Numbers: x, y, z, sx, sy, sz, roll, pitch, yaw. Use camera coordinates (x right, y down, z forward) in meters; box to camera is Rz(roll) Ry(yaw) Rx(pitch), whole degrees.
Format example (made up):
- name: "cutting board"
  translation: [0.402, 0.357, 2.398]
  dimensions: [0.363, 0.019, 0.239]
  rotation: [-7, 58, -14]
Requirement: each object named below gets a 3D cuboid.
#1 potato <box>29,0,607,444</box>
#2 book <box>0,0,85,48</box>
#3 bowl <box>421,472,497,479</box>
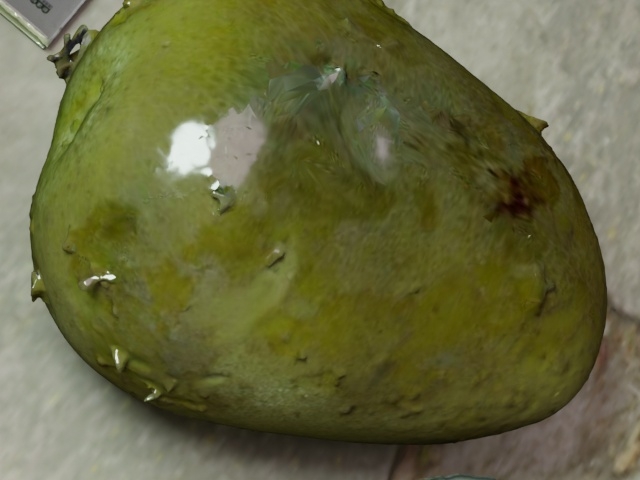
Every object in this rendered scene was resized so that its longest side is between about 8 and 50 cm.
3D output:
- name: "potato"
  translation: [0.008, -0.016, 1.149]
  dimensions: [0.359, 0.219, 0.270]
  rotation: [15, 73, -29]
- name: "book"
  translation: [-0.173, -0.220, 1.252]
  dimensions: [0.127, 0.014, 0.182]
  rotation: [40, 57, -8]
- name: "bowl"
  translation: [0.070, 0.248, 1.131]
  dimensions: [0.211, 0.112, 0.211]
  rotation: [10, 65, -23]
